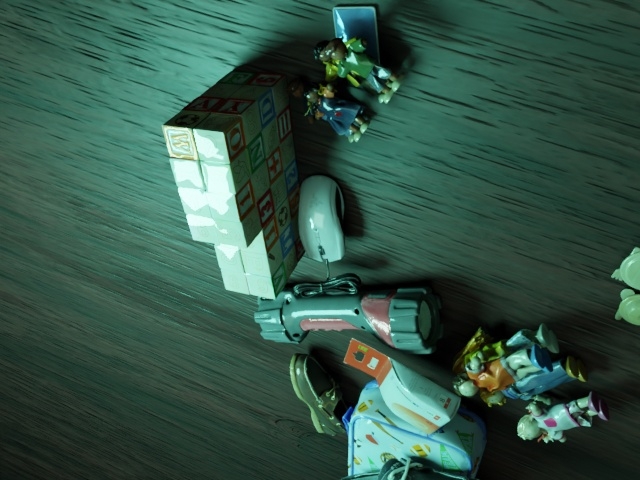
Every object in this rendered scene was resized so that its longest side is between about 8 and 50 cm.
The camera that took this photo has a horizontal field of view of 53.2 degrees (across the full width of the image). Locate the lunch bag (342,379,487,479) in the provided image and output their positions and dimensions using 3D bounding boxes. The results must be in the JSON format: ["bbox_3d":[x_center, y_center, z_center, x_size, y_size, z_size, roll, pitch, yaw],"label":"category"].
[{"bbox_3d":[0.160,0.382,1.151,0.243,0.115,0.303,16,132,19],"label":"lunch bag"}]

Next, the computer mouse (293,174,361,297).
[{"bbox_3d":[0.000,0.000,0.944,0.106,0.042,0.192,0,113,20],"label":"computer mouse"}]

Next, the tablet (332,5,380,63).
[{"bbox_3d":[0.045,-0.243,0.778,0.054,0.006,0.083,8,130,22],"label":"tablet"}]

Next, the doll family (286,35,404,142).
[{"bbox_3d":[0.021,-0.187,0.782,0.111,0.076,0.193,30,141,-8],"label":"doll family"}]

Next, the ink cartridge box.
[{"bbox_3d":[0.112,0.227,0.980,0.179,0.045,0.145,26,156,9],"label":"ink cartridge box"}]

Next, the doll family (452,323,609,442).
[{"bbox_3d":[0.295,0.202,0.953,0.163,0.118,0.263,-29,127,34],"label":"doll family"}]

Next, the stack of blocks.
[{"bbox_3d":[-0.104,-0.061,0.890,0.087,0.171,0.297,10,130,21],"label":"stack of blocks"}]

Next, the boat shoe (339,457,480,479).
[{"bbox_3d":[0.137,0.405,1.037,0.301,0.108,0.102,-32,80,48],"label":"boat shoe"}]

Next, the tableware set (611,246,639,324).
[{"bbox_3d":[0.455,0.071,0.807,0.169,0.020,0.141,10,132,19],"label":"tableware set"}]

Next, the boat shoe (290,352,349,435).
[{"bbox_3d":[0.009,0.283,1.181,0.073,0.073,0.207,-3,131,28],"label":"boat shoe"}]

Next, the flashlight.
[{"bbox_3d":[0.039,0.129,1.021,0.304,0.103,0.103,-7,151,34],"label":"flashlight"}]
